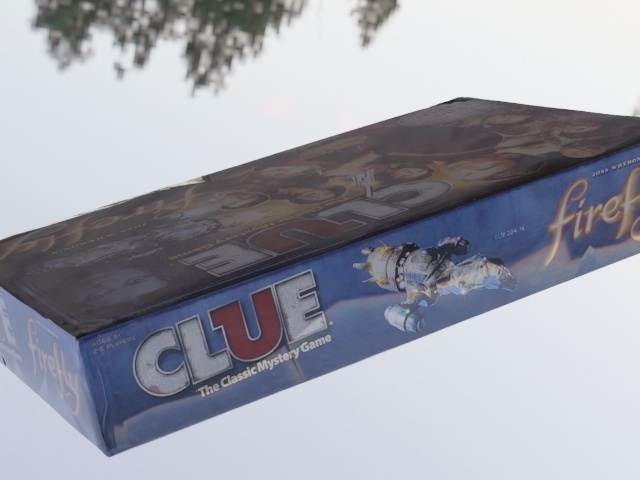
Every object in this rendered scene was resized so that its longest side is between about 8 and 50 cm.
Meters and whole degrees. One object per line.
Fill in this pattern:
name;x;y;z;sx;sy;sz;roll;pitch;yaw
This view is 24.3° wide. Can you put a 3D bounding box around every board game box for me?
board game box;0.000;0.000;0.567;0.243;0.042;0.165;-19;-163;-24
